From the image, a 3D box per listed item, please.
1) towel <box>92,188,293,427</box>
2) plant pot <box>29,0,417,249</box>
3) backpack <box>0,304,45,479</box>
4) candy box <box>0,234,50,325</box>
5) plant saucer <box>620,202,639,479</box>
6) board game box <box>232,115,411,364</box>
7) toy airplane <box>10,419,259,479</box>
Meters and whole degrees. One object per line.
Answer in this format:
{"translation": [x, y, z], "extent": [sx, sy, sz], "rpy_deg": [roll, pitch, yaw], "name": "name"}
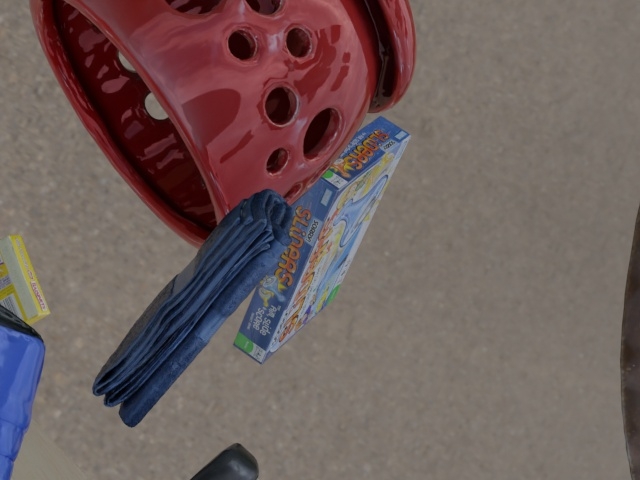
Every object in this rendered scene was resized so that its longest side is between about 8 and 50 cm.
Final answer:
{"translation": [-0.059, 0.028, 0.543], "extent": [0.119, 0.029, 0.067], "rpy_deg": [-50, -170, 12], "name": "towel"}
{"translation": [-0.048, -0.112, 0.694], "extent": [0.174, 0.191, 0.191], "rpy_deg": [-35, 139, -18], "name": "plant pot"}
{"translation": [-0.155, 0.055, 0.365], "extent": [0.120, 0.098, 0.101], "rpy_deg": [17, 76, -29], "name": "backpack"}
{"translation": [-0.420, 0.084, 1.400], "extent": [0.206, 0.105, 0.027], "rpy_deg": [-28, 167, 26], "name": "candy box"}
{"translation": [0.156, 0.012, 0.355], "extent": [0.198, 0.036, 0.198], "rpy_deg": [-12, 107, -44], "name": "plant saucer"}
{"translation": [0.000, 0.000, 1.016], "extent": [0.136, 0.035, 0.201], "rpy_deg": [-39, 158, -50], "name": "board game box"}
{"translation": [-0.079, 0.258, 0.643], "extent": [0.272, 0.386, 0.384], "rpy_deg": [-44, 126, -5], "name": "toy airplane"}
